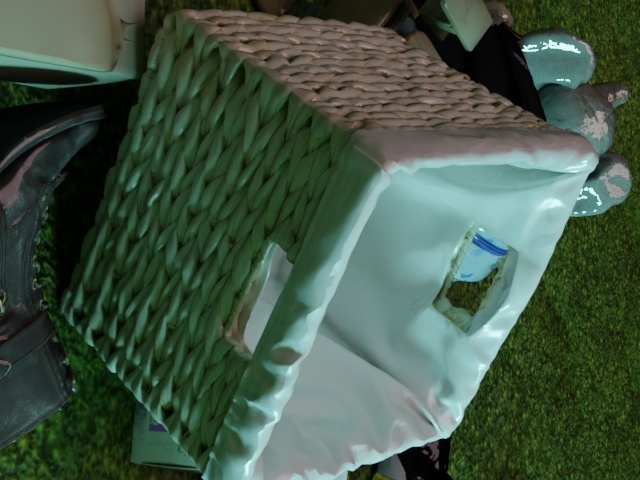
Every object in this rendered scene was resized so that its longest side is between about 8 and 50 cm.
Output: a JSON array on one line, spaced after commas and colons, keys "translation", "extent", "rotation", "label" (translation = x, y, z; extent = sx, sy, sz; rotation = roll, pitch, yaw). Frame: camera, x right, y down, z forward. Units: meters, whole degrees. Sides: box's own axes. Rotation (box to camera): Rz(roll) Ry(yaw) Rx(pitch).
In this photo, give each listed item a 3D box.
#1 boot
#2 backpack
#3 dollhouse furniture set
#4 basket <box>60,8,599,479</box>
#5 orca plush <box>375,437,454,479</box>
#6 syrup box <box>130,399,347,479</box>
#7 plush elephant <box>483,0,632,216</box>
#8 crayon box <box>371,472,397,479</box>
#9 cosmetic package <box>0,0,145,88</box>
[{"translation": [-0.241, 0.030, 1.125], "extent": [0.263, 0.091, 0.229], "rotation": [-42, 126, -41], "label": "boot"}, {"translation": [0.140, -0.112, 1.608], "extent": [0.290, 0.273, 0.355], "rotation": [38, 16, -36], "label": "backpack"}, {"translation": [0.007, -0.217, 1.452], "extent": [0.242, 0.212, 0.161], "rotation": [-53, 142, -10], "label": "dollhouse furniture set"}, {"translation": [0.000, 0.000, 1.227], "extent": [0.331, 0.266, 0.328], "rotation": [-8, 128, -52], "label": "basket"}, {"translation": [0.117, 0.305, 1.742], "extent": [0.287, 0.102, 0.151], "rotation": [-52, 133, -49], "label": "orca plush"}, {"translation": [-0.071, 0.186, 1.394], "extent": [0.237, 0.093, 0.096], "rotation": [24, 68, -53], "label": "syrup box"}, {"translation": [0.295, -0.167, 1.918], "extent": [0.330, 0.255, 0.271], "rotation": [-43, 126, -53], "label": "plush elephant"}, {"translation": [0.099, 0.486, 1.627], "extent": [0.313, 0.106, 0.363], "rotation": [-60, 142, -19], "label": "crayon box"}, {"translation": [-0.263, -0.208, 1.054], "extent": [0.309, 0.113, 0.160], "rotation": [0, 89, -60], "label": "cosmetic package"}]
